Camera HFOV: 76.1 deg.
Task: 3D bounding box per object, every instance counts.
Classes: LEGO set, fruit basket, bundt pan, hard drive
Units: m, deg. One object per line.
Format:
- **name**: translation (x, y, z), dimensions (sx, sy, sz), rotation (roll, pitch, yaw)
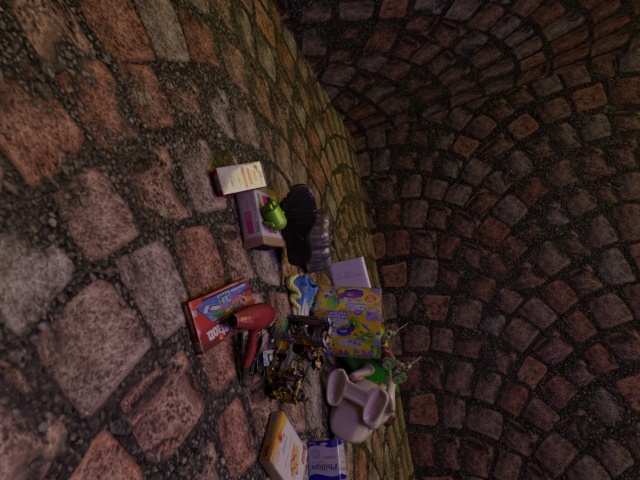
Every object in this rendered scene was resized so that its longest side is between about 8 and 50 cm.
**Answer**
- **LEGO set**: translation (-0.036, 0.423, 1.460), dimensions (0.331, 0.192, 0.254), rotation (-66, 150, -48)
- **fruit basket**: translation (0.265, 0.631, 2.257), dimensions (0.391, 0.283, 0.392), rotation (64, -1, 2)
- **bundt pan**: translation (0.000, 0.000, 1.998), dimensions (0.331, 0.124, 0.330), rotation (-2, 90, -83)
- **hard drive**: translation (0.183, 0.266, 2.346), dimensions (0.040, 0.210, 0.318), rotation (-23, 98, -73)
- **LEGO set**: translation (-0.206, 0.338, 1.400), dimensions (0.244, 0.060, 0.182), rotation (21, 62, -61)

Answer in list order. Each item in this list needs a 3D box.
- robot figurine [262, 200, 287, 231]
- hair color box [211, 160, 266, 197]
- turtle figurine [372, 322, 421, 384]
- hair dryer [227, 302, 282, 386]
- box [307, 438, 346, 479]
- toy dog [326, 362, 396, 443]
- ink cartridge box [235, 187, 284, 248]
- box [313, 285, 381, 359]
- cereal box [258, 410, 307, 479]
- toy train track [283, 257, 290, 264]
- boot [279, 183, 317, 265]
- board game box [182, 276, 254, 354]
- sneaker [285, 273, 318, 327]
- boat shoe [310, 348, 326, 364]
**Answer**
- **robot figurine**: translation (-0.165, -0.086, 1.481), dimensions (0.115, 0.067, 0.101), rotation (61, 32, -25)
- **hair color box**: translation (-0.279, -0.212, 1.408), dimensions (0.167, 0.053, 0.093), rotation (-17, 94, -34)
- **turtle figurine**: translation (0.366, 0.527, 1.923), dimensions (0.266, 0.275, 0.197), rotation (-82, 173, -74)
- **hair dryer**: translation (-0.194, 0.298, 1.240), dimensions (0.293, 0.080, 0.223), rotation (67, 33, -42)
- **box**: translation (0.024, 0.834, 1.555), dimensions (0.072, 0.126, 0.137), rotation (49, 32, -58)
- **toy dog**: translation (0.226, 0.788, 1.922), dimensions (0.408, 0.285, 0.395), rotation (25, 74, -60)
- **ink cartridge box**: translation (-0.228, -0.084, 1.554), dimensions (0.193, 0.088, 0.234), rotation (10, 68, -72)
- **box**: translation (0.130, 0.370, 1.859), dimensions (0.177, 0.290, 0.279), rotation (-74, 164, -58)
- **cereal box**: translation (-0.116, 0.709, 1.350), dimensions (0.173, 0.047, 0.240), rotation (-76, 147, -56)
- **toy train track**: translation (-0.141, 0.084, 1.813), dimensions (0.083, 0.014, 0.048), rotation (18, 59, -69)
- **boot**: translation (-0.101, -0.117, 1.698), dimensions (0.284, 0.138, 0.377), rotation (-105, -169, -51)
- **board game box**: translation (-0.283, 0.211, 1.204), dimensions (0.281, 0.027, 0.145), rotation (-23, 100, -66)
- **sneaker**: translation (-0.062, 0.253, 1.738), dimensions (0.091, 0.126, 0.240), rotation (-43, 117, -70)
- **boat shoe**: translation (-0.029, 0.472, 1.745), dimensions (0.227, 0.081, 0.068), rotation (56, 22, -53)
